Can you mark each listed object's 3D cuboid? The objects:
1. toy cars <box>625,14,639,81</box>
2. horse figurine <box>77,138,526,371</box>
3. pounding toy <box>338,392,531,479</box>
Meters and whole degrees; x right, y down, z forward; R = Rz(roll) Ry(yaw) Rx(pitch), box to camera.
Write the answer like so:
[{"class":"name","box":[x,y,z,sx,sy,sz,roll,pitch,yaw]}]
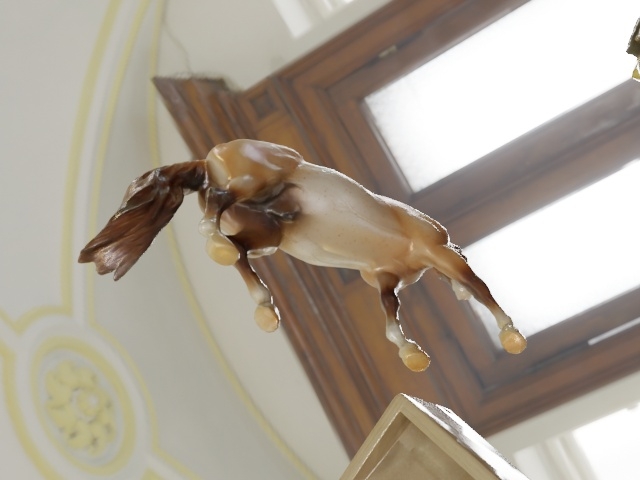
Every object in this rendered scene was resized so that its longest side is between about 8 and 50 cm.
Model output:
[{"class":"toy cars","box":[0.343,-0.137,0.643,0.176,0.394,0.087,31,-106,-30]},{"class":"horse figurine","box":[0.000,0.000,0.567,0.263,0.066,0.174,16,-155,-19]},{"class":"pounding toy","box":[0.074,0.202,0.724,0.100,0.141,0.130,26,-171,-47]}]
